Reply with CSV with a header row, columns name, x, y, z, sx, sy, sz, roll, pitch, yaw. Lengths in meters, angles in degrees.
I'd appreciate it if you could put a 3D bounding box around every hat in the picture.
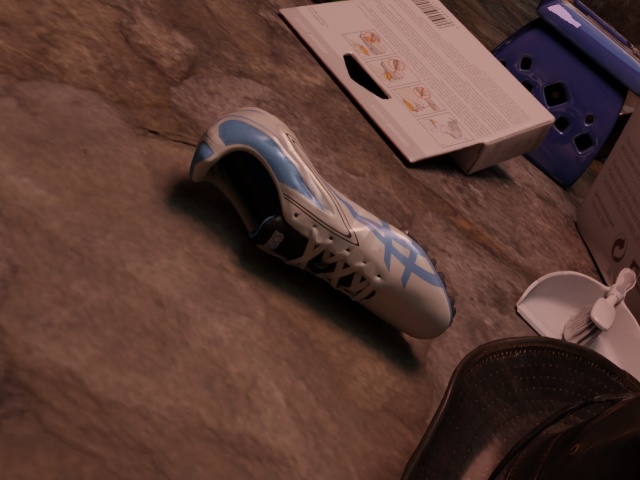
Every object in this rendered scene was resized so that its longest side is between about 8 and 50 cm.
name,x,y,z,sx,sy,sz,roll,pitch,yaw
hat,0.196,0.180,0.454,0.331,0.134,0.331,18,51,-24

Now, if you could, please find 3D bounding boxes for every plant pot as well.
name,x,y,z,sx,sy,sz,roll,pitch,yaw
plant pot,0.385,-0.259,1.357,0.236,0.212,0.236,40,26,1

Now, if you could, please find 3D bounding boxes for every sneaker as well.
name,x,y,z,sx,sy,sz,roll,pitch,yaw
sneaker,0.000,0.000,0.638,0.237,0.085,0.086,41,53,-4

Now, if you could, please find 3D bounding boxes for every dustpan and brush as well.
name,x,y,z,sx,sy,sz,roll,pitch,yaw
dustpan and brush,0.305,0.075,0.912,0.147,0.060,0.211,45,28,11

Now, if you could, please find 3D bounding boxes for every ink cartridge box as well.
name,x,y,z,sx,sy,sz,roll,pitch,yaw
ink cartridge box,0.118,-0.210,1.107,0.261,0.066,0.296,-20,60,-32

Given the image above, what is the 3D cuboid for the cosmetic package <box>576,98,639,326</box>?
name,x,y,z,sx,sy,sz,roll,pitch,yaw
cosmetic package,0.592,-0.022,1.023,0.393,0.327,0.329,14,33,-9

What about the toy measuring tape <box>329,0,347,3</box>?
name,x,y,z,sx,sy,sz,roll,pitch,yaw
toy measuring tape,0.123,-0.379,1.304,0.330,0.121,0.121,6,42,-46

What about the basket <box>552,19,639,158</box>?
name,x,y,z,sx,sy,sz,roll,pitch,yaw
basket,0.518,-0.281,1.617,0.154,0.204,0.227,52,18,-55
